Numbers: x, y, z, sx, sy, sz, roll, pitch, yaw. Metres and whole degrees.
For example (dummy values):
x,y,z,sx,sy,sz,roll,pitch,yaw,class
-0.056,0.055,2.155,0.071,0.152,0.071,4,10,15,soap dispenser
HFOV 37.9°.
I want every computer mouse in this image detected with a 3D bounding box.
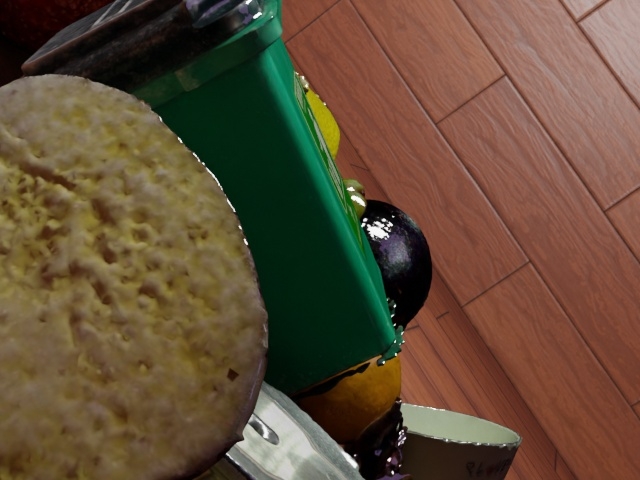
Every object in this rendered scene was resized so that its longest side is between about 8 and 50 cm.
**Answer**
x,y,z,sx,sy,sz,roll,pitch,yaw,class
-0.105,0.150,0.702,0.389,0.115,0.199,41,4,10,computer mouse

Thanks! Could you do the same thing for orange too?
x,y,z,sx,sy,sz,roll,pitch,yaw,class
0.020,0.150,1.059,0.159,0.136,0.159,26,30,-17,orange

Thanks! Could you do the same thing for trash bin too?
x,y,z,sx,sy,sz,roll,pitch,yaw,class
-0.108,-0.037,0.868,0.381,0.295,0.259,61,9,-21,trash bin

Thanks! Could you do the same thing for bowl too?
x,y,z,sx,sy,sz,roll,pitch,yaw,class
0.135,0.275,1.156,0.211,0.112,0.211,11,2,0,bowl

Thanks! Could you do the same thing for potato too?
x,y,z,sx,sy,sz,roll,pitch,yaw,class
-0.165,0.044,0.588,0.299,0.239,0.116,56,-23,24,potato

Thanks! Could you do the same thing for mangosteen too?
x,y,z,sx,sy,sz,roll,pitch,yaw,class
0.034,0.038,1.253,0.243,0.243,0.243,51,13,-16,mangosteen

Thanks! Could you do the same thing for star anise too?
x,y,z,sx,sy,sz,roll,pitch,yaw,class
0.054,0.244,0.998,0.053,0.157,0.212,13,-17,40,star anise

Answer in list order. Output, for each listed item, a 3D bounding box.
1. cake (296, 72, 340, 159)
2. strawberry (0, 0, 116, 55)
x,y,z,sx,sy,sz,roll,pitch,yaw,class
-0.089,-0.168,1.324,0.260,0.179,0.156,39,3,37,cake
-0.249,-0.289,1.008,0.274,0.220,0.274,26,28,-15,strawberry
